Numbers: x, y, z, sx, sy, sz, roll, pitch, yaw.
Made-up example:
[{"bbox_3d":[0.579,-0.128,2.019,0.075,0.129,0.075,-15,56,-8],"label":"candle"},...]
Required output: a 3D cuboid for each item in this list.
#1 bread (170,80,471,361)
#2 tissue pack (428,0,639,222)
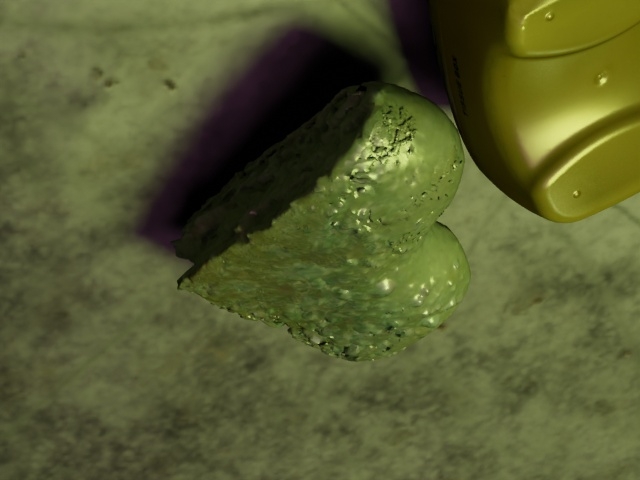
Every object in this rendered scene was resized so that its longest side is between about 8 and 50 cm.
[{"bbox_3d":[0.000,0.000,1.014,0.173,0.064,0.232,-2,145,2],"label":"bread"},{"bbox_3d":[0.122,-0.111,0.955,0.123,0.127,0.178,-23,133,-8],"label":"tissue pack"}]
